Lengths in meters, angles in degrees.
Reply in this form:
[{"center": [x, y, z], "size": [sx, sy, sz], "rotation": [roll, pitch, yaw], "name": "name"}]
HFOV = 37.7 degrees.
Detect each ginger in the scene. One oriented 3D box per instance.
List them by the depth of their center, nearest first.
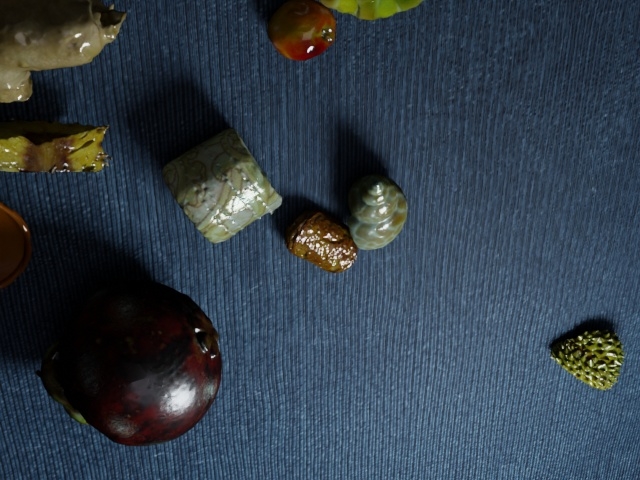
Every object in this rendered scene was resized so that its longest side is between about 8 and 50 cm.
[{"center": [-0.415, -0.300, 1.345], "size": [0.267, 0.138, 0.152], "rotation": [-22, 140, 10], "name": "ginger"}]

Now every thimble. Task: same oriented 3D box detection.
[{"center": [-0.159, -0.085, 1.563], "size": [0.143, 0.137, 0.190], "rotation": [-34, 140, 1], "name": "thimble"}]

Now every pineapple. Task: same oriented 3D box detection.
[{"center": [-0.450, -0.145, 1.432], "size": [0.233, 0.135, 0.079], "rotation": [-7, 103, -46], "name": "pineapple"}]

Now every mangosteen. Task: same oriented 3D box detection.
[{"center": [-0.320, 0.210, 1.607], "size": [0.311, 0.311, 0.311], "rotation": [-9, 123, -14], "name": "mangosteen"}]

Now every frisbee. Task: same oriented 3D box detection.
[{"center": [-0.573, 0.005, 1.535], "size": [0.192, 0.035, 0.192], "rotation": [-8, 123, -13], "name": "frisbee"}]

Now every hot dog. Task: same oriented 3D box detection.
[{"center": [0.000, 0.002, 1.711], "size": [0.147, 0.065, 0.099], "rotation": [26, 109, -26], "name": "hot dog"}]

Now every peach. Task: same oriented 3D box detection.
[{"center": [-0.032, -0.335, 1.480], "size": [0.101, 0.100, 0.100], "rotation": [-9, 123, -14], "name": "peach"}]

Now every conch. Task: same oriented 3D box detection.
[{"center": [0.104, -0.056, 1.682], "size": [0.116, 0.106, 0.173], "rotation": [-26, 125, -35], "name": "conch"}]

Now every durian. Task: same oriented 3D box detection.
[{"center": [0.604, 0.249, 2.036], "size": [0.187, 0.119, 0.108], "rotation": [16, 118, -25], "name": "durian"}]

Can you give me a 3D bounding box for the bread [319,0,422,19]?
[{"center": [0.108, -0.418, 1.438], "size": [0.261, 0.158, 0.156], "rotation": [-31, 128, 4], "name": "bread"}]
